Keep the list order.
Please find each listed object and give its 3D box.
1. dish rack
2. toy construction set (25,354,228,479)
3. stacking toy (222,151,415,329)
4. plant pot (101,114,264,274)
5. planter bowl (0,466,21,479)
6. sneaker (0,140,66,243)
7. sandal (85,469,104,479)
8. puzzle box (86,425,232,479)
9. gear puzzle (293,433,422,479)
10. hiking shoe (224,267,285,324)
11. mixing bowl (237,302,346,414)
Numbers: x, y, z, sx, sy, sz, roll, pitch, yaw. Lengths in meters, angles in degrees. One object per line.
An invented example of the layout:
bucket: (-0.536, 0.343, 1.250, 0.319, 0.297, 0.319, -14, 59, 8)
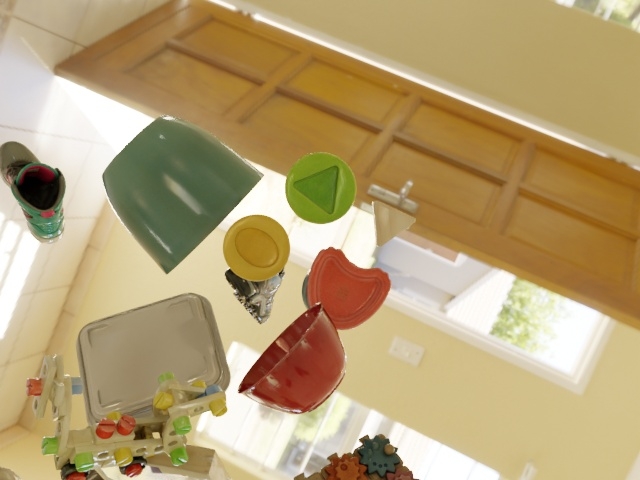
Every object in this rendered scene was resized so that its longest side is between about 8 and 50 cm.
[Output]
dish rack: (-0.395, 0.264, 1.538, 0.072, 0.333, 0.285, 87, -16, -57)
toy construction set: (-0.343, 0.309, 1.146, 0.215, 0.328, 0.151, -57, -150, 30)
stacking toy: (0.000, 0.000, 1.271, 0.279, 0.309, 0.130, -56, -173, -3)
plant pot: (-0.301, -0.114, 1.380, 0.293, 0.235, 0.293, -44, -170, 10)
planter bowl: (-0.668, 0.558, 1.350, 0.162, 0.109, 0.162, -19, 120, -35)
sneaker: (-0.706, -0.153, 1.622, 0.124, 0.295, 0.178, -23, 164, -32)
sandal: (-0.548, 0.654, 1.679, 0.090, 0.060, 0.219, -45, 140, -49)
puzzle box: (-0.310, 0.516, 1.405, 0.408, 0.272, 0.052, 84, 18, -51)
gear puzzle: (0.032, 0.493, 1.259, 0.339, 0.175, 0.044, -23, 146, -26)
hiking shoe: (-0.129, 0.106, 1.559, 0.132, 0.113, 0.304, -40, 167, -13)
mixing bowl: (-0.027, 0.191, 0.996, 0.181, 0.098, 0.181, -44, -175, 5)
